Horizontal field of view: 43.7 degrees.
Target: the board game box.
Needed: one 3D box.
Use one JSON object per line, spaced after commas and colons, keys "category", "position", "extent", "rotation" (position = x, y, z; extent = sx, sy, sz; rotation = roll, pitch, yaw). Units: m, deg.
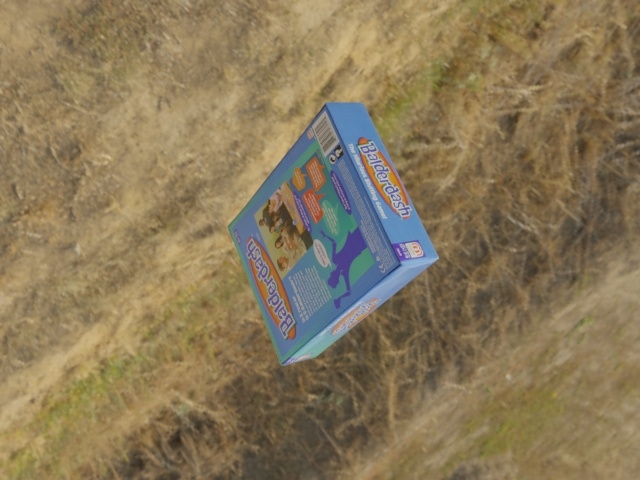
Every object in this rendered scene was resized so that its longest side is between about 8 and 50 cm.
{"category": "board game box", "position": [0.000, 0.000, 0.733], "extent": [0.047, 0.160, 0.210], "rotation": [-8, 156, -38]}
